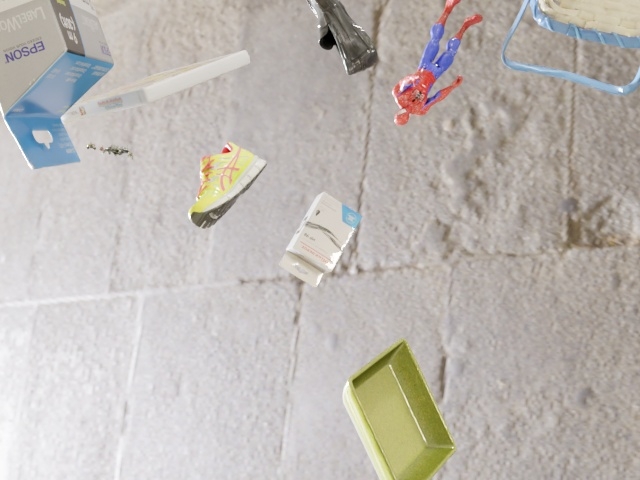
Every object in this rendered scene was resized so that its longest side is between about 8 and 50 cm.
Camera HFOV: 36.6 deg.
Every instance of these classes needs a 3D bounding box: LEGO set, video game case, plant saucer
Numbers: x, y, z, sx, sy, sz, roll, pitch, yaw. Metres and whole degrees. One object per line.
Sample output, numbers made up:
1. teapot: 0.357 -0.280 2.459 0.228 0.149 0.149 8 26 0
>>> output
1. LEGO set: -0.356 -0.158 1.651 0.054 0.083 0.023 8 83 41
2. video game case: -0.252 -0.235 1.471 0.206 0.227 0.026 -5 110 40
3. plant saucer: 0.105 0.255 1.378 0.045 0.188 0.188 -25 90 32

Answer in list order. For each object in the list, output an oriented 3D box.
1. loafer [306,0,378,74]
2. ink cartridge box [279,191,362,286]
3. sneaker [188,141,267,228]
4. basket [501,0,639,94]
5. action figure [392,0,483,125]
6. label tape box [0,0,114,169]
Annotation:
1. loafer: 0.026 -0.403 1.848 0.078 0.076 0.223 -33 61 -4
2. ink cartridge box: 0.000 0.000 2.091 0.180 0.104 0.060 -61 12 -14
3. sneaker: -0.179 -0.098 1.655 0.081 0.094 0.208 -47 4 40
4. basket: 0.473 -0.392 1.660 0.201 0.254 0.289 -82 7 -49
5. action figure: 0.224 -0.333 1.790 0.280 0.091 0.139 -59 18 -14
6. label tape box: -0.357 -0.275 1.241 0.115 0.249 0.348 -20 96 3
